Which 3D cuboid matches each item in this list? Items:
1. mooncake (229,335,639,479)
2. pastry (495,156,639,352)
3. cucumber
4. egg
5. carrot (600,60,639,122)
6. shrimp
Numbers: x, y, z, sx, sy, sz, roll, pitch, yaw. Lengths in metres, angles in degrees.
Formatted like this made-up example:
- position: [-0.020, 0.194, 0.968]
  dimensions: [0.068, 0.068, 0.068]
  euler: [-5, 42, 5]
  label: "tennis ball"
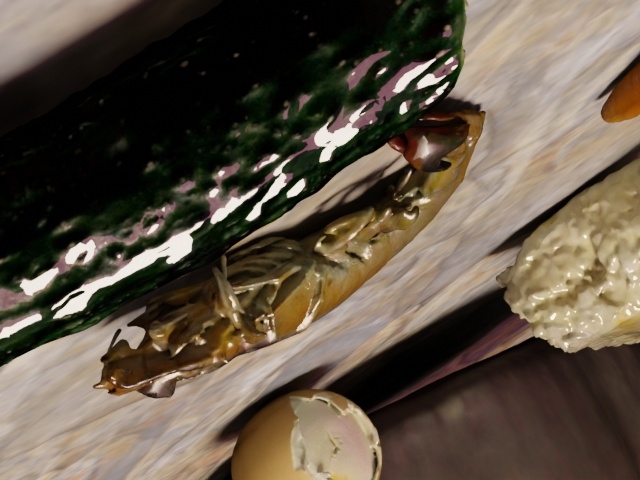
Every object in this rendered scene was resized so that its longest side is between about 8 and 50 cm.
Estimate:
- position: [0.090, 0.164, 1.214]
  dimensions: [0.306, 0.154, 0.306]
  euler: [-28, 174, -3]
  label: "mooncake"
- position: [0.182, 0.014, 1.094]
  dimensions: [0.121, 0.089, 0.258]
  euler: [-23, 168, 15]
  label: "pastry"
- position: [-0.063, -0.005, 0.435]
  dimensions: [0.214, 0.052, 0.058]
  euler: [-31, 148, -6]
  label: "cucumber"
- position: [-0.011, 0.124, 1.038]
  dimensions: [0.080, 0.080, 0.096]
  euler: [-22, 173, -41]
  label: "egg"
- position: [0.151, -0.078, 0.756]
  dimensions: [0.035, 0.035, 0.142]
  euler: [-28, 172, -22]
  label: "carrot"
- position: [0.001, 0.001, 0.677]
  dimensions: [0.178, 0.034, 0.124]
  euler: [-24, 163, -43]
  label: "shrimp"
